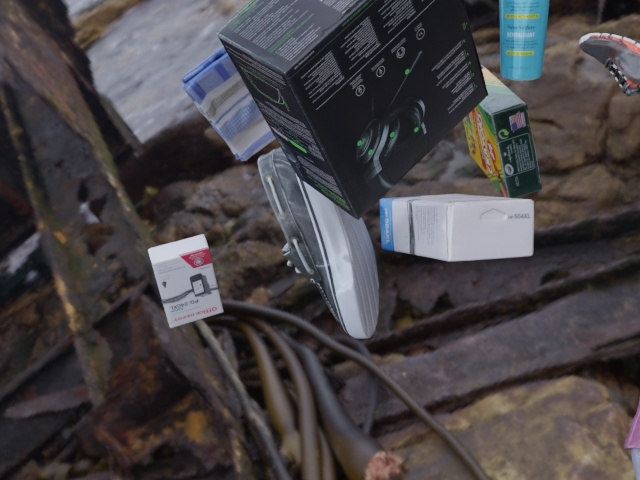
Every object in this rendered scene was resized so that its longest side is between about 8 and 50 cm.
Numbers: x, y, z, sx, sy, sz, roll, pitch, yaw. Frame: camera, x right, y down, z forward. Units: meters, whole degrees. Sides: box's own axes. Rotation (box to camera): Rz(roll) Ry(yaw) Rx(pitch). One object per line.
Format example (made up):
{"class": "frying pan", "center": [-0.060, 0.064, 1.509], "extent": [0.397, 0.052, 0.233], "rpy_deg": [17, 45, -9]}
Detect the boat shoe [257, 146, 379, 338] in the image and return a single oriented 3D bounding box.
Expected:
{"class": "boat shoe", "center": [0.000, 0.000, 1.315], "extent": [0.119, 0.335, 0.121], "rpy_deg": [-8, 22, 23]}

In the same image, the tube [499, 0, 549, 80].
{"class": "tube", "center": [0.252, -0.304, 1.070], "extent": [0.080, 0.207, 0.052], "rpy_deg": [3, 27, 15]}

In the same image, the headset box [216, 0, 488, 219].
{"class": "headset box", "center": [0.055, -0.201, 1.037], "extent": [0.246, 0.283, 0.131], "rpy_deg": [-44, 51, -11]}

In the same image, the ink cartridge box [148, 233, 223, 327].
{"class": "ink cartridge box", "center": [-0.252, 0.078, 1.635], "extent": [0.109, 0.151, 0.063], "rpy_deg": [-16, 31, -11]}

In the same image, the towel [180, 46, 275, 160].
{"class": "towel", "center": [-0.123, -0.275, 1.631], "extent": [0.209, 0.285, 0.034], "rpy_deg": [-36, 60, 0]}

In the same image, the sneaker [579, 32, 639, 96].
{"class": "sneaker", "center": [0.422, -0.234, 1.186], "extent": [0.157, 0.061, 0.065], "rpy_deg": [27, 96, 19]}

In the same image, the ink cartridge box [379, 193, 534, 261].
{"class": "ink cartridge box", "center": [0.199, -0.022, 1.293], "extent": [0.148, 0.086, 0.203], "rpy_deg": [-4, 7, -22]}

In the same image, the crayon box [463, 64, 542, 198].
{"class": "crayon box", "center": [0.374, -0.245, 1.888], "extent": [0.081, 0.202, 0.318], "rpy_deg": [-18, 27, 1]}

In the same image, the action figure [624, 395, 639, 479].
{"class": "action figure", "center": [0.435, 0.192, 0.993], "extent": [0.248, 0.276, 0.370], "rpy_deg": [-23, 1, 5]}
